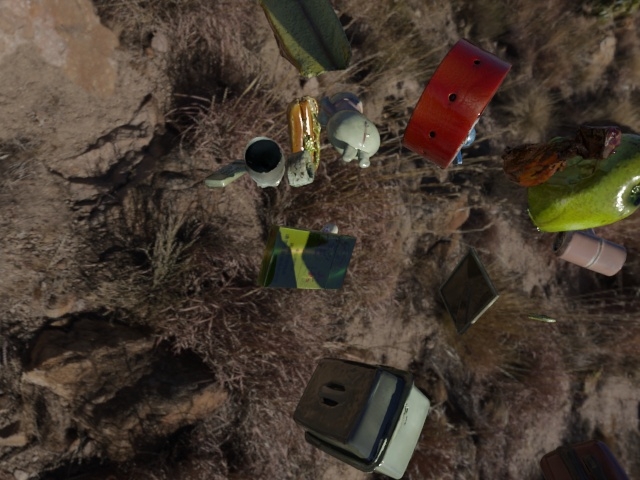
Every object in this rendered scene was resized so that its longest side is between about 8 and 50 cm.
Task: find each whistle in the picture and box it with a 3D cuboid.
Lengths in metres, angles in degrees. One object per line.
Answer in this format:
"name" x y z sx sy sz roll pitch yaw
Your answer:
"whistle" 0.496 -0.347 1.528 0.090 0.090 0.157 -19 101 -48

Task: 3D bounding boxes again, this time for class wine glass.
"wine glass" -0.136 -0.188 1.069 0.222 0.103 0.103 -159 -114 -86

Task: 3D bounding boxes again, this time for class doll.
"doll" 0.069 -0.280 1.068 0.155 0.113 0.275 20 30 -26

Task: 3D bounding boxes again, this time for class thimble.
"thimble" -0.057 -0.199 1.235 0.084 0.062 0.110 58 26 -43

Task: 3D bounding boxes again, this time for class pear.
"pear" 0.652 -0.140 1.055 0.164 0.255 0.238 43 71 -29

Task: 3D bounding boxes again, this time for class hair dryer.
"hair dryer" 0.876 -0.031 1.487 0.344 0.189 0.106 -62 170 -53

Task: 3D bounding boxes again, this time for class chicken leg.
"chicken leg" 0.499 -0.183 0.951 0.113 0.304 0.093 36 80 -7

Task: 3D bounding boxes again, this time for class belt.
"belt" 0.271 -0.265 0.891 0.227 0.115 0.324 -57 171 9

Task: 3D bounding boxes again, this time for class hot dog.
"hot dog" -0.053 -0.381 1.689 0.135 0.100 0.337 -35 137 -36

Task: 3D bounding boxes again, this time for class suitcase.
"suitcase" 0.619 0.608 0.937 0.236 0.161 0.297 54 17 -24

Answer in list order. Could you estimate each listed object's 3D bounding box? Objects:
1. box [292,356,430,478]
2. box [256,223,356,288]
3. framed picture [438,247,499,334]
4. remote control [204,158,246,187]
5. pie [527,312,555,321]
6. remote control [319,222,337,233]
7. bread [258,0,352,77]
"box" 0.084 0.383 0.990 0.166 0.290 0.220 40 64 -21
"box" -0.030 0.054 1.276 0.311 0.043 0.173 8 101 -44
"framed picture" 0.385 0.137 1.163 0.015 0.203 0.150 -3 51 -17
"remote control" -0.354 -0.268 1.735 0.233 0.098 0.038 -47 140 -51
"pie" 0.701 0.244 1.394 0.084 0.084 0.021 16 84 -48
"remote control" 0.000 0.000 2.199 0.221 0.078 0.042 -49 145 -9
"bread" -0.036 -0.755 1.575 0.233 0.361 0.245 -26 132 0
